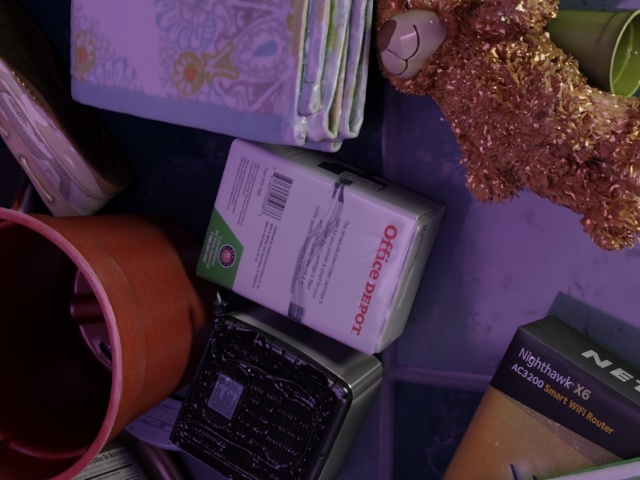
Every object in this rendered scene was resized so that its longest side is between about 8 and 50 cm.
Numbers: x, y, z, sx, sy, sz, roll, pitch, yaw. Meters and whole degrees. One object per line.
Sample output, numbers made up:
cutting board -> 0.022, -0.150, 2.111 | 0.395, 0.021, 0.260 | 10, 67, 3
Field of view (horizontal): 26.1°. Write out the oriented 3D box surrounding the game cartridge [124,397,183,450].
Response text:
game cartridge -> -0.174, 0.198, 1.508 | 0.083, 0.056, 0.017 | 17, 151, 21

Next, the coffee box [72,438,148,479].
coffee box -> -0.214, 0.382, 1.446 | 0.168, 0.119, 0.297 | -46, 71, 28

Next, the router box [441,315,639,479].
router box -> 0.270, 0.253, 1.268 | 0.309, 0.081, 0.243 | 33, 112, 27

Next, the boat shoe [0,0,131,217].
boat shoe -> -0.327, -0.153, 1.473 | 0.098, 0.109, 0.302 | -37, 90, 25

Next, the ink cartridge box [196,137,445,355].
ink cartridge box -> 0.000, 0.000, 1.363 | 0.208, 0.087, 0.153 | 25, 110, 19

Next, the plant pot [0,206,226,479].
plant pot -> -0.243, 0.084, 1.389 | 0.272, 0.265, 0.272 | 4, 100, 24

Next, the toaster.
toaster -> -0.044, 0.158, 1.405 | 0.168, 0.110, 0.186 | 28, 111, 16

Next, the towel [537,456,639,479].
towel -> 0.272, 0.358, 1.206 | 0.248, 0.038, 0.325 | -21, 84, 34

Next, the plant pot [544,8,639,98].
plant pot -> 0.242, -0.173, 1.227 | 0.079, 0.083, 0.083 | 20, 109, 32

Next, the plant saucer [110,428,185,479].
plant saucer -> -0.261, 0.321, 1.568 | 0.278, 0.041, 0.278 | 6, 103, 28

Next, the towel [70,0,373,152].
towel -> -0.101, -0.264, 1.319 | 0.374, 0.090, 0.320 | 14, 104, 38

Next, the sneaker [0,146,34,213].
sneaker -> -0.352, 0.042, 1.533 | 0.090, 0.145, 0.270 | -1, 65, 23

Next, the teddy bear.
teddy bear -> 0.168, -0.124, 1.214 | 0.338, 0.113, 0.245 | 49, 158, 3
